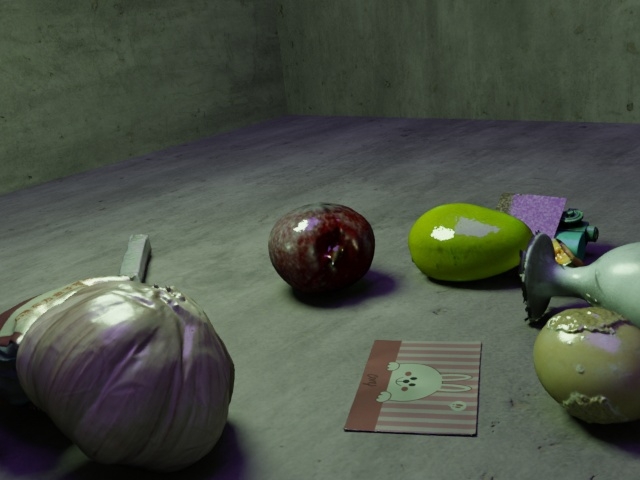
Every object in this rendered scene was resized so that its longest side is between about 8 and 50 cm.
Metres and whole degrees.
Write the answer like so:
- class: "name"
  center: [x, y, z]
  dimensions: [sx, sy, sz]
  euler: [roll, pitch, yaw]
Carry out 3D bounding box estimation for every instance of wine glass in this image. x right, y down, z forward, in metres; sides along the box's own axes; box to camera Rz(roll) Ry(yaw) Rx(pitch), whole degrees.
- class: "wine glass"
  center: [0.536, 0.082, 1.294]
  dimensions: [0.357, 0.190, 0.190]
  euler: [3, 21, 36]

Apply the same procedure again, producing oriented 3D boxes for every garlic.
- class: "garlic"
  center: [-0.270, 0.186, 1.084]
  dimensions: [0.317, 0.259, 0.317]
  euler: [35, 5, -4]

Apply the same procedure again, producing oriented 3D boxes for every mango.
- class: "mango"
  center: [0.317, 0.007, 1.626]
  dimensions: [0.273, 0.149, 0.185]
  euler: [11, 46, 39]

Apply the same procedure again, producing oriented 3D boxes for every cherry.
- class: "cherry"
  center: [-0.004, 0.012, 1.656]
  dimensions: [0.230, 0.202, 0.300]
  euler: [-18, 20, -19]

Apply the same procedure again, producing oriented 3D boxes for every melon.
- class: "melon"
  center: [0.485, 0.064, 1.549]
  dimensions: [0.128, 0.079, 0.160]
  euler: [-26, 15, 14]

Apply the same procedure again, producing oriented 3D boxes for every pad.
- class: "pad"
  center: [0.164, 0.236, 1.238]
  dimensions: [0.202, 0.005, 0.300]
  euler: [-2, 19, 15]
- class: "pad"
  center: [0.451, -0.015, 1.685]
  dimensions: [0.158, 0.003, 0.235]
  euler: [8, 57, 33]

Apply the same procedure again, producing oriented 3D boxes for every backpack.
- class: "backpack"
  center: [-0.479, 0.195, 1.301]
  dimensions: [0.317, 0.197, 0.283]
  euler: [-17, 5, 39]

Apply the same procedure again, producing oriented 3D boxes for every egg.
- class: "egg"
  center: [0.403, 0.180, 1.077]
  dimensions: [0.164, 0.164, 0.201]
  euler: [-17, 25, -28]

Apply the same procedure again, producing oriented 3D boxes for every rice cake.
- class: "rice cake"
  center: [-0.468, 0.060, 1.877]
  dimensions: [0.056, 0.072, 0.365]
  euler: [-6, 18, -7]

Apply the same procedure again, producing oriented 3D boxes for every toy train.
- class: "toy train"
  center: [0.503, -0.002, 1.709]
  dimensions: [0.248, 0.101, 0.159]
  euler: [3, 34, 31]
